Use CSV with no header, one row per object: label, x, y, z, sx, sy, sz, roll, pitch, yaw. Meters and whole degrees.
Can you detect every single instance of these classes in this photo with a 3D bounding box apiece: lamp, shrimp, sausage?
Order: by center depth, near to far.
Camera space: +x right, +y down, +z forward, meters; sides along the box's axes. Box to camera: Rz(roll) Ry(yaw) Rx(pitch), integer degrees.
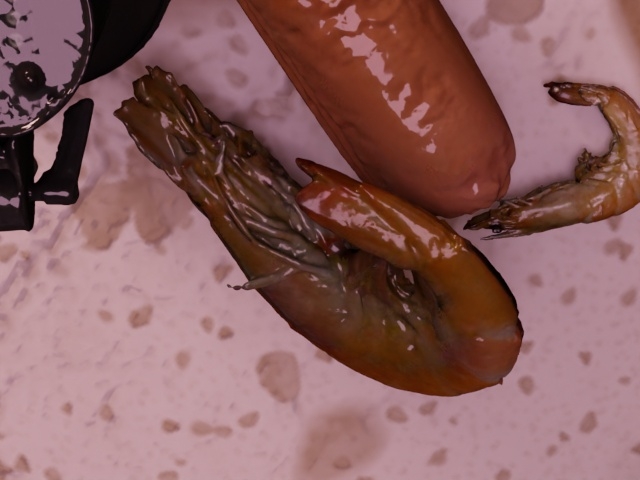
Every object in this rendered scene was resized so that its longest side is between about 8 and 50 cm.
lamp,-0.140,-0.102,0.628,0.147,0.227,0.172,0,112,-2
sausage,0.001,-0.129,0.699,0.086,0.086,0.289,-33,109,10
shrimp,0.000,0.000,0.736,0.249,0.068,0.150,35,145,-10
shrimp,0.125,-0.043,0.771,0.114,0.023,0.083,-18,108,-1
